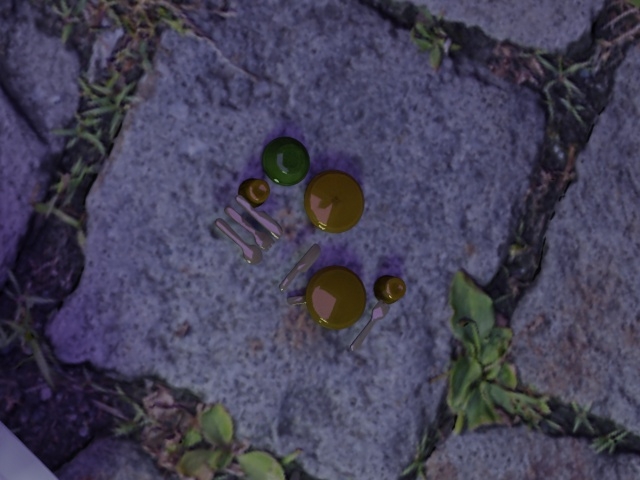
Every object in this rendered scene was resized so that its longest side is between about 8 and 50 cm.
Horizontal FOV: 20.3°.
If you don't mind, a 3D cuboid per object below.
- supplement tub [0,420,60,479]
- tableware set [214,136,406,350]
[{"bbox_3d":[-0.285,0.268,1.133,0.325,0.235,0.235,-45,100,-13],"label":"supplement tub"},{"bbox_3d":[0.000,0.000,1.339,0.154,0.024,0.104,42,75,-10],"label":"tableware set"}]
